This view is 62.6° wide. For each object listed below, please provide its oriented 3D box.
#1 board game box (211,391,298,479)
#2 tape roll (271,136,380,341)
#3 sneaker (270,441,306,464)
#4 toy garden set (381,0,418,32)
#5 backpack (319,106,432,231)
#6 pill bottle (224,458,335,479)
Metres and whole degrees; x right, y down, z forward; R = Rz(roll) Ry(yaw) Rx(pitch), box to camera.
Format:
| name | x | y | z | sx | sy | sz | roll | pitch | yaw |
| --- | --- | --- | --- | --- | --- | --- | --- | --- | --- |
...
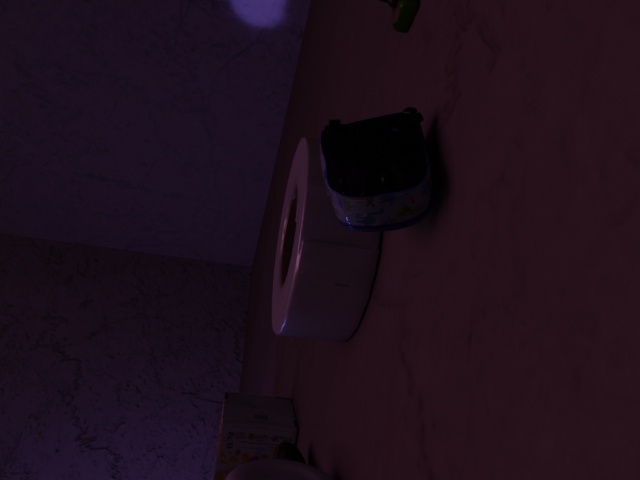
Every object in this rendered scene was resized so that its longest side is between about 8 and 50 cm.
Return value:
| name | x | y | z | sx | sy | sz | roll | pitch | yaw |
| --- | --- | --- | --- | --- | --- | --- | --- | --- | --- |
| board game box | -0.142 | 0.463 | 1.041 | 0.142 | 0.145 | 0.275 | -144 | 64 | -79 |
| tape roll | 0.000 | 0.000 | 0.755 | 0.286 | 0.100 | 0.286 | -171 | 90 | -80 |
| sneaker | -0.028 | 0.361 | 0.774 | 0.071 | 0.066 | 0.188 | -60 | 23 | 19 |
| toy garden set | 0.114 | -0.401 | 0.587 | 0.244 | 0.049 | 0.203 | 117 | 159 | -61 |
| backpack | 0.055 | -0.058 | 0.501 | 0.114 | 0.105 | 0.084 | -93 | -7 | -45 |
| pill bottle | -0.060 | 0.412 | 0.619 | 0.146 | 0.146 | 0.263 | -176 | 93 | -80 |
